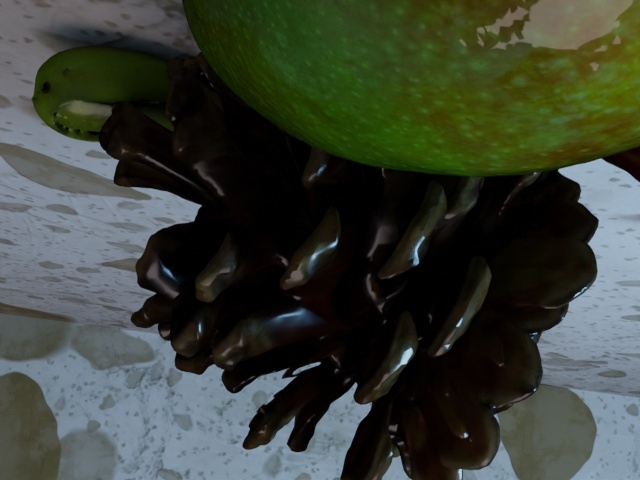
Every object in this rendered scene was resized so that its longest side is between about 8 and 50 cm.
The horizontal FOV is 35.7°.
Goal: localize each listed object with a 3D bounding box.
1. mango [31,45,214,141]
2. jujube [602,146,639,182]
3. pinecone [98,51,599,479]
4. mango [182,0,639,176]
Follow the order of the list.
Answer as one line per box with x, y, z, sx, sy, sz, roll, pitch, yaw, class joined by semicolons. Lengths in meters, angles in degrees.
-0.163;-0.125;0.853;0.165;0.074;0.091;1;164;-29;mango
0.221;-0.105;0.548;0.255;0.190;0.190;17;173;34;jujube
0.000;0.000;0.765;0.384;0.384;0.384;6;165;2;pinecone
0.046;-0.137;0.477;0.225;0.201;0.382;27;169;-35;mango
